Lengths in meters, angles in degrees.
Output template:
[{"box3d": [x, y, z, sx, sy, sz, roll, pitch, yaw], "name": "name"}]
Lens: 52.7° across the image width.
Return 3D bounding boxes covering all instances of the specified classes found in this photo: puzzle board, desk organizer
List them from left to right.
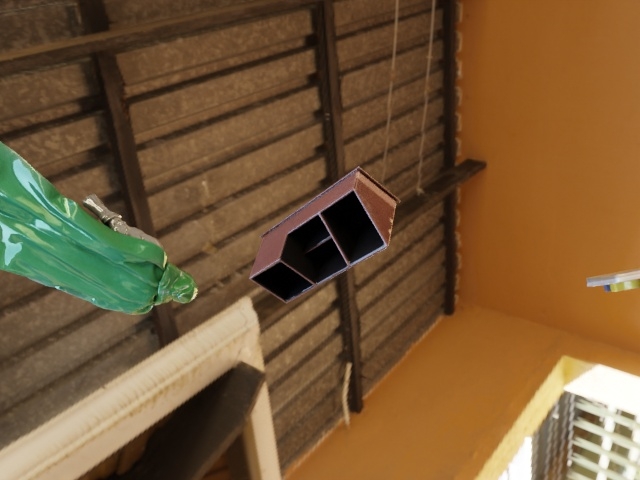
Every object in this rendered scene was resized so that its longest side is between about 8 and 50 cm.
[{"box3d": [0.000, 0.000, 0.526, 0.047, 0.130, 0.050, 36, -134, -23], "name": "desk organizer"}, {"box3d": [0.206, 0.010, 0.322, 0.096, 0.128, 0.011, 14, -116, -75], "name": "puzzle board"}]

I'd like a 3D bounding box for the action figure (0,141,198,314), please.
[{"box3d": [-0.217, 0.003, 0.573, 0.063, 0.232, 0.137, -73, 9, -63], "name": "action figure"}]
